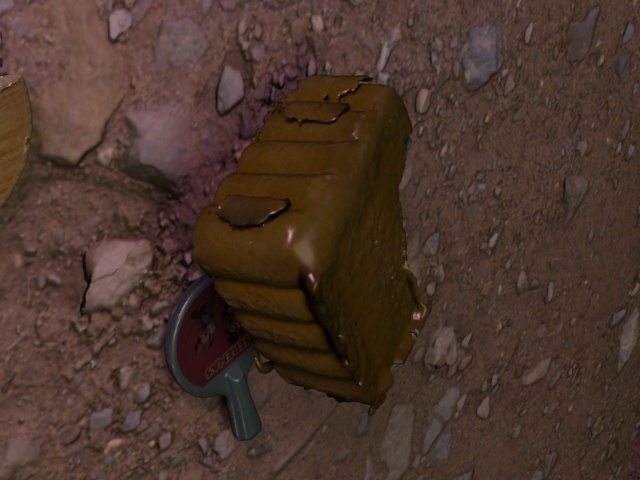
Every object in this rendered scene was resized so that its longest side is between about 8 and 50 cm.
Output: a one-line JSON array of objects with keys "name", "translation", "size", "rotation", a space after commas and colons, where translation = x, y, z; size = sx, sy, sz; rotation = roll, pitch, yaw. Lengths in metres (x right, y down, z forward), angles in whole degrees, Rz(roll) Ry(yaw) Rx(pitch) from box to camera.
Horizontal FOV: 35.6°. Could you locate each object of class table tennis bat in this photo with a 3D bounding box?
[{"name": "table tennis bat", "translation": [-0.113, 0.143, 1.191], "size": [0.153, 0.040, 0.244], "rotation": [-37, 130, -34]}]

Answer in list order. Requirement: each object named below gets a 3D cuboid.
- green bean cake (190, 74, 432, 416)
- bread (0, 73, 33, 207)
[{"name": "green bean cake", "translation": [0.000, 0.000, 1.115], "size": [0.285, 0.202, 0.310], "rotation": [-58, 140, -34]}, {"name": "bread", "translation": [-0.318, -0.053, 0.843], "size": [0.193, 0.036, 0.112], "rotation": [-42, 141, -32]}]
